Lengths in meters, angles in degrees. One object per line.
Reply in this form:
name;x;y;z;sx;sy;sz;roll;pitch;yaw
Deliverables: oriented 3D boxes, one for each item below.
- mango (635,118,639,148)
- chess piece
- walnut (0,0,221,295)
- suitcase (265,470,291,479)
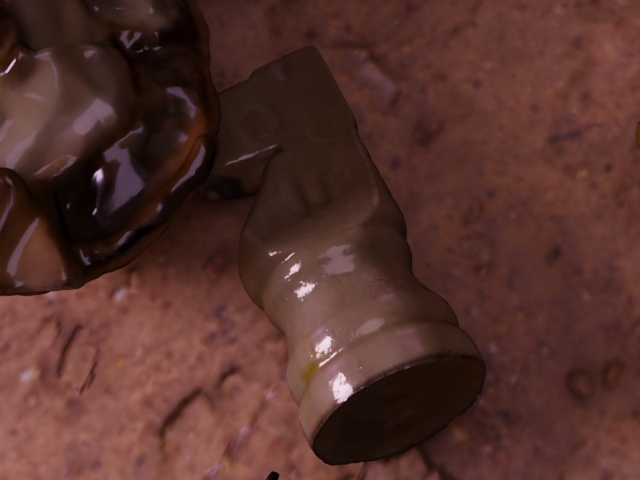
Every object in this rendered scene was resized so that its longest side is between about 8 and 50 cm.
mango;0.268;-0.086;0.916;0.248;0.151;0.156;-25;42;-3
chess piece;0.000;0.000;0.920;0.090;0.090;0.200;-21;60;-7
walnut;-0.142;-0.071;0.909;0.204;0.141;0.238;33;72;2
suitcase;-0.019;0.177;0.862;0.086;0.059;0.126;27;75;11
